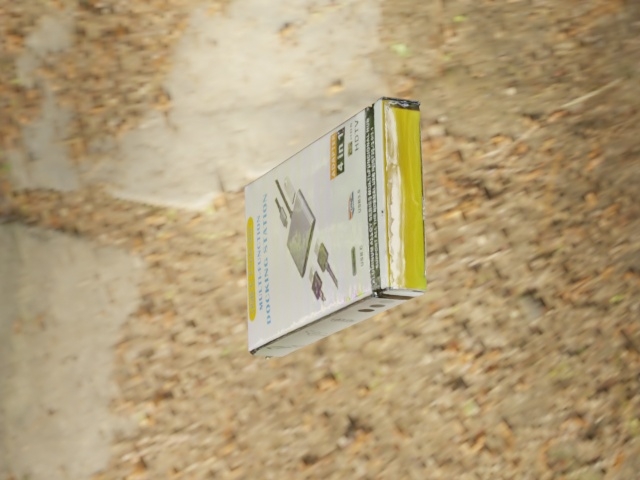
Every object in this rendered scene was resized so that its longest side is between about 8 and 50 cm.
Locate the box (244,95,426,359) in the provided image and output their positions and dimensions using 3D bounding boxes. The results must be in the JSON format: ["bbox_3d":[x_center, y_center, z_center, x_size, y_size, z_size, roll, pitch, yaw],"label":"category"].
[{"bbox_3d":[0.000,0.000,1.335,0.247,0.033,0.129,150,121,-60],"label":"box"}]
